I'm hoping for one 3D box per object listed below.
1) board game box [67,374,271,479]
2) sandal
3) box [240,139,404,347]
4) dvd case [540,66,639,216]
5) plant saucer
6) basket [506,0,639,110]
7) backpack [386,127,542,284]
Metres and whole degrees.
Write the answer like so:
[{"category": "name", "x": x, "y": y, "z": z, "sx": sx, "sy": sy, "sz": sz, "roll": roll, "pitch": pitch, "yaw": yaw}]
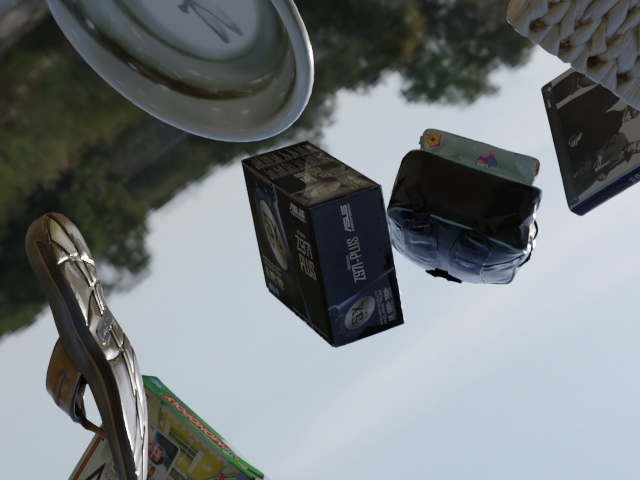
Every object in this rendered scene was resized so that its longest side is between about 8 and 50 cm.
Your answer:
[{"category": "board game box", "x": -0.186, "y": 0.321, "z": 1.504, "sx": 0.046, "sy": 0.213, "sz": 0.317, "roll": 18, "pitch": 106, "yaw": -57}, {"category": "sandal", "x": -0.145, "y": 0.071, "z": 0.916, "sx": 0.049, "sy": 0.180, "sz": 0.072, "roll": -18, "pitch": -163, "yaw": 9}, {"category": "box", "x": 0.000, "y": 0.000, "z": 1.483, "sx": 0.077, "sy": 0.147, "sz": 0.180, "roll": -18, "pitch": -156, "yaw": -18}, {"category": "dvd case", "x": 0.353, "y": -0.157, "z": 1.673, "sx": 0.239, "sy": 0.029, "sz": 0.179, "roll": -34, "pitch": -133, "yaw": 34}, {"category": "plant saucer", "x": -0.168, "y": -0.301, "z": 1.911, "sx": 0.400, "sy": 0.400, "sz": 0.100, "roll": -26, "pitch": -154, "yaw": 54}, {"category": "basket", "x": 0.358, "y": -0.286, "z": 1.234, "sx": 0.331, "sy": 0.266, "sz": 0.328, "roll": -56, "pitch": -174, "yaw": 44}, {"category": "backpack", "x": 0.159, "y": -0.029, "z": 1.677, "sx": 0.188, "sy": 0.166, "sz": 0.144, "roll": 86, "pitch": 20, "yaw": -65}]
